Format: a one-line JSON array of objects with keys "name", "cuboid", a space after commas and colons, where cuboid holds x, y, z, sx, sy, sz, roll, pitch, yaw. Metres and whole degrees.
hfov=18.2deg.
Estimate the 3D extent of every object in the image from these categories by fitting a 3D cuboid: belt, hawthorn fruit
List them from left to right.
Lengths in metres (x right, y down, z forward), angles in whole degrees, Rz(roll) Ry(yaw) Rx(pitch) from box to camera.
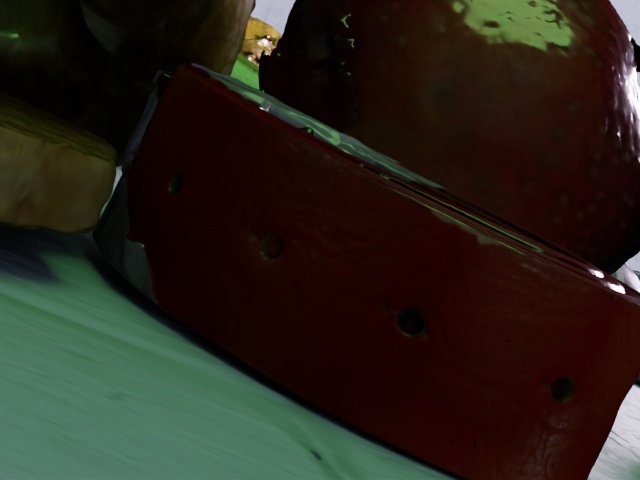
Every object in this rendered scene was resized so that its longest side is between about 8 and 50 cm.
[{"name": "belt", "cuboid": [0.020, 0.015, 1.008, 0.324, 0.115, 0.227, 31, 6, 42]}, {"name": "hawthorn fruit", "cuboid": [0.107, -0.077, 1.427, 0.316, 0.316, 0.316, 24, 5, -2]}]

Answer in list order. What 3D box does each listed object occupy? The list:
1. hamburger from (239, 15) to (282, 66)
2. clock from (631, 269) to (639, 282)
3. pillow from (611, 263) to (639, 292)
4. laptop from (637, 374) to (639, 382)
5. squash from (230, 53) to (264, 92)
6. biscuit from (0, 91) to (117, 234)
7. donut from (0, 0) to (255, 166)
[{"name": "hamburger", "cuboid": [-0.171, -0.212, 2.205, 0.319, 0.158, 0.318, 25, 5, -2]}, {"name": "clock", "cuboid": [0.364, 0.093, 2.010, 0.193, 0.073, 0.144, 24, -1, -7]}, {"name": "pillow", "cuboid": [0.220, 0.041, 1.768, 0.162, 0.092, 0.335, 16, 8, -1]}, {"name": "laptop", "cuboid": [0.377, 0.155, 1.799, 0.188, 0.015, 0.269, 29, 7, 41]}, {"name": "squash", "cuboid": [-0.081, -0.112, 1.710, 0.379, 0.101, 0.101, 36, 5, 0]}, {"name": "biscuit", "cuboid": [-0.272, -0.086, 0.921, 0.365, 0.062, 0.385, 25, 3, 19]}, {"name": "donut", "cuboid": [-0.167, -0.183, 1.123, 0.330, 0.160, 0.330, 16, -41, 15]}]
